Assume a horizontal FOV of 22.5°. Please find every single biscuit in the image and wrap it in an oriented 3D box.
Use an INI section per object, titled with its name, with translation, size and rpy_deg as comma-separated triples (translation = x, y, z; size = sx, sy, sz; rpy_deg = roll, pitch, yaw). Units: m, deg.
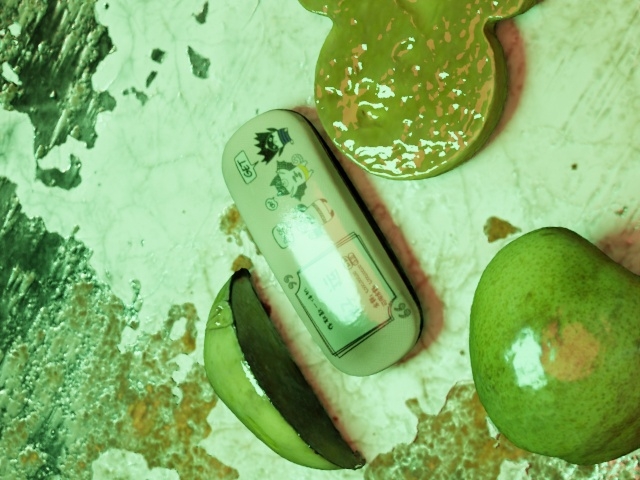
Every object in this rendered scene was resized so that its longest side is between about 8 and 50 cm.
[biscuit]
translation = 0.102, -0.241, 1.712
size = 0.275, 0.052, 0.355
rpy_deg = 1, 92, 24

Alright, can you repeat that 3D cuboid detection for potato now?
[potato]
translation = -0.076, 0.168, 1.764
size = 0.100, 0.120, 0.261
rpy_deg = -37, 76, 26

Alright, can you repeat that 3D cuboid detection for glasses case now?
[glasses case]
translation = 0.000, 0.000, 1.746
size = 0.122, 0.075, 0.314
rpy_deg = -35, 78, 23

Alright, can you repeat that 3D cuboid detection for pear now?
[pear]
translation = 0.247, 0.109, 1.579
size = 0.228, 0.188, 0.211
rpy_deg = 30, 95, 20
